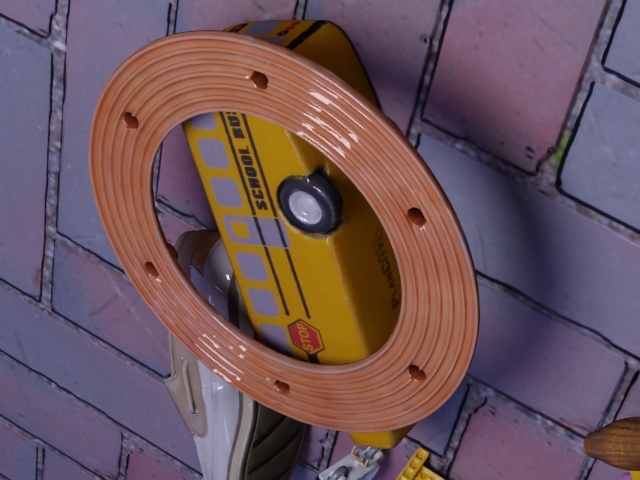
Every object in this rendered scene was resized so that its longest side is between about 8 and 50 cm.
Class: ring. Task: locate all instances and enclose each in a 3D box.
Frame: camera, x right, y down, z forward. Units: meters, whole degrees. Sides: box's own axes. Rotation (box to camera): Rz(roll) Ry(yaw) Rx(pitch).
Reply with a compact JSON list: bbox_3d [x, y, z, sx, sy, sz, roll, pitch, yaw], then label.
[{"bbox_3d":[-0.030,-0.003,1.073,0.337,0.032,0.336,22,134,24],"label":"ring"}]

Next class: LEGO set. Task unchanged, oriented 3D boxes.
[{"bbox_3d":[0.114,0.302,1.292,0.287,0.132,0.107,51,149,26],"label":"LEGO set"}]

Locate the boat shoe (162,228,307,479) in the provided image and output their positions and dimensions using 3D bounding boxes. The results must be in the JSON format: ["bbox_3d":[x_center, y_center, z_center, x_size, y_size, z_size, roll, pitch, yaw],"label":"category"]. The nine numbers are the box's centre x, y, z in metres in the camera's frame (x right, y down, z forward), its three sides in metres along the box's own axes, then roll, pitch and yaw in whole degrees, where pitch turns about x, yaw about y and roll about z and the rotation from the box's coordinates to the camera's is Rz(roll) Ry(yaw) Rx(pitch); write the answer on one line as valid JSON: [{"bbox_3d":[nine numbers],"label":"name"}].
[{"bbox_3d":[-0.079,0.122,1.322,0.103,0.113,0.302,19,122,27],"label":"boat shoe"}]

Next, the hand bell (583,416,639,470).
[{"bbox_3d":[0.267,0.139,1.010,0.126,0.126,0.242,55,149,-12],"label":"hand bell"}]

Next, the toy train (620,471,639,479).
[{"bbox_3d":[0.296,0.174,1.115,0.125,0.046,0.166,22,136,20],"label":"toy train"}]

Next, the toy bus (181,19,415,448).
[{"bbox_3d":[0.000,0.000,1.154,0.130,0.108,0.332,4,125,35],"label":"toy bus"}]
